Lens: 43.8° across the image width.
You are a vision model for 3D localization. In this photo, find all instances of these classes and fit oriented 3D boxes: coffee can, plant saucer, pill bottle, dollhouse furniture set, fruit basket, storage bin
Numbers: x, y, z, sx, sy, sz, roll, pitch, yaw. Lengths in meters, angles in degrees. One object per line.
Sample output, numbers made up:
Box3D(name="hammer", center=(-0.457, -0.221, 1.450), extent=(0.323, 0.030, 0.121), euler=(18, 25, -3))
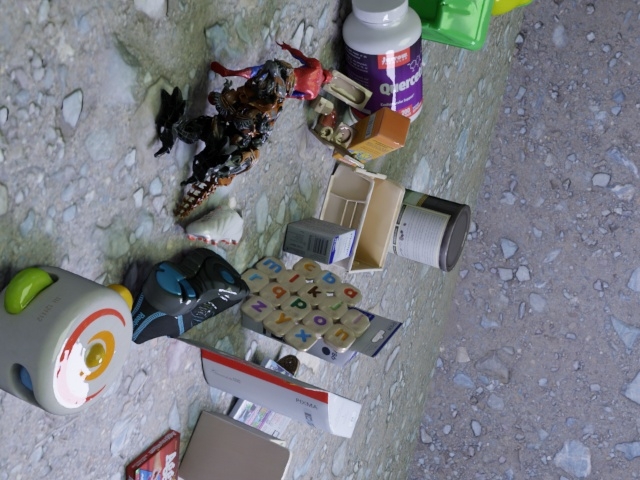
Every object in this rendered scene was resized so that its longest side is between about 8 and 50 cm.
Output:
Box3D(name="coffee can", center=(0.273, -0.043, 2.320), extent=(0.201, 0.275, 0.202), euler=(-49, 149, -44))
Box3D(name="plant saucer", center=(0.014, -0.275, 1.889), extent=(0.083, 0.013, 0.083), euler=(-47, 147, -44))
Box3D(name="pill bottle", center=(0.148, -0.428, 1.865), extent=(0.181, 0.181, 0.323), euler=(-57, 153, -33))
Box3D(name="dollhouse furniture set", center=(0.058, -0.275, 1.777), extent=(0.144, 0.123, 0.151), euler=(25, 104, -29))
Box3D(name="fruit basket", center=(0.387, -0.693, 2.082), extent=(0.392, 0.283, 0.392), euler=(-28, 130, -40))
Box3D(name="storage bin", center=(0.105, -0.058, 2.122), extent=(0.262, 0.123, 0.260), euler=(1, 106, -66))

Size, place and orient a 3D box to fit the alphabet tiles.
Box3D(name="alphabet tiles", center=(-0.037, 0.136, 1.733), extent=(0.278, 0.284, 0.021), euler=(-39, 156, -52))

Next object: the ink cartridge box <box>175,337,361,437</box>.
Box3D(name="ink cartridge box", center=(-0.111, 0.311, 1.652), extent=(0.091, 0.308, 0.385), euler=(-70, 157, -9))

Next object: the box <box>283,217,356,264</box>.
Box3D(name="box", center=(0.000, 0.000, 1.915), extent=(0.137, 0.126, 0.072), euler=(-19, 123, -62))

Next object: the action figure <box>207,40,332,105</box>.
Box3D(name="action figure", center=(-0.105, -0.315, 1.510), extent=(0.280, 0.139, 0.091), euler=(-12, 123, -39))

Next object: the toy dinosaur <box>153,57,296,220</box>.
Box3D(name="toy dinosaur", center=(-0.156, -0.165, 1.366), extent=(0.218, 0.164, 0.322), euler=(-9, 118, -61))

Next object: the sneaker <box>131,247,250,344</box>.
Box3D(name="sneaker", center=(-0.249, 0.102, 1.475), extent=(0.140, 0.125, 0.341), euler=(-48, 166, 15))

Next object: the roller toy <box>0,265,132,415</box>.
Box3D(name="roller toy", center=(-0.368, 0.145, 1.142), extent=(0.209, 0.146, 0.191), euler=(18, 91, -68))

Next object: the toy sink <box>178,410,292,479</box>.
Box3D(name="toy sink", center=(-0.167, 0.492, 1.756), extent=(0.153, 0.234, 0.131), euler=(-69, 157, -9))

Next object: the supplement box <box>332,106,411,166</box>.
Box3D(name="supplement box", center=(0.117, -0.241, 1.885), extent=(0.233, 0.078, 0.080), euler=(-13, -121, 64))

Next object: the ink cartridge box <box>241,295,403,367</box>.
Box3D(name="ink cartridge box", center=(0.004, 0.191, 1.796), extent=(0.165, 0.332, 0.065), euler=(-36, 139, -53))

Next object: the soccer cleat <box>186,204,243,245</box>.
Box3D(name="soccer cleat", center=(-0.200, -0.033, 1.517), extent=(0.196, 0.068, 0.076), euler=(1, 100, -74))

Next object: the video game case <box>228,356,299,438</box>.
Box3D(name="video game case", center=(-0.132, 0.408, 1.945), extent=(0.201, 0.023, 0.183), euler=(-57, 135, -13))

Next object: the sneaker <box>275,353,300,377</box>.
Box3D(name="sneaker", center=(-0.110, 0.387, 2.037), extent=(0.192, 0.064, 0.086), euler=(-58, 155, -17))

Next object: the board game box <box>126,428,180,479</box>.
Box3D(name="board game box", center=(-0.348, 0.544, 1.648), extent=(0.145, 0.027, 0.281), euler=(-36, 139, -57))
